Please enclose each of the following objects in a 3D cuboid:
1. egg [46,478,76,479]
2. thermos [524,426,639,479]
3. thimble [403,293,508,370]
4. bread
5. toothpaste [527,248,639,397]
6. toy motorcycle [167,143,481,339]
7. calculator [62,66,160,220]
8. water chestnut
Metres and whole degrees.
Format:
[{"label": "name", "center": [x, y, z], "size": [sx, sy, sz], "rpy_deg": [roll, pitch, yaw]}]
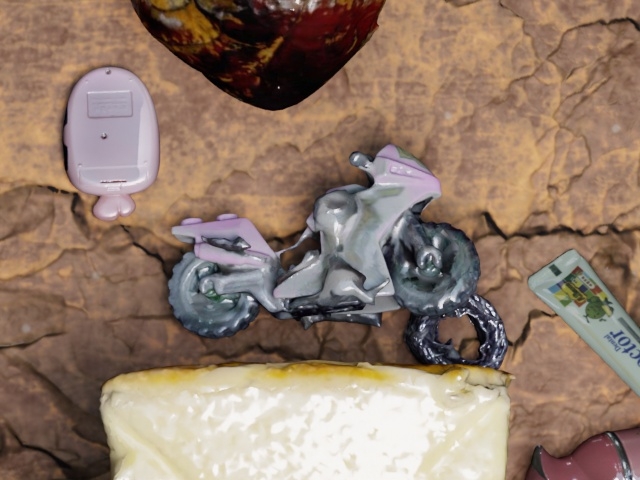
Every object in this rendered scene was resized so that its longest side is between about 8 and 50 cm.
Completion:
[{"label": "egg", "center": [-0.275, 0.295, 1.731], "size": [0.135, 0.103, 0.103], "rpy_deg": [-19, 86, -5]}, {"label": "thermos", "center": [0.375, 0.255, 1.819], "size": [0.330, 0.136, 0.109], "rpy_deg": [-7, 50, -7]}, {"label": "thimble", "center": [0.146, 0.101, 1.823], "size": [0.104, 0.066, 0.095], "rpy_deg": [25, 82, -6]}, {"label": "bread", "center": [-0.017, 0.252, 1.627], "size": [0.390, 0.371, 0.279], "rpy_deg": [-4, 85, -3]}, {"label": "toothpaste", "center": [0.320, 0.114, 1.817], "size": [0.067, 0.037, 0.255], "rpy_deg": [-36, 64, -6]}, {"label": "toy motorcycle", "center": [0.000, 0.000, 1.790], "size": [0.327, 0.143, 0.188], "rpy_deg": [-6, 75, 8]}, {"label": "calculator", "center": [-0.222, -0.104, 1.825], "size": [0.103, 0.024, 0.166], "rpy_deg": [-3, 83, -7]}, {"label": "water chestnut", "center": [-0.055, -0.282, 1.751], "size": [0.289, 0.289, 0.244], "rpy_deg": [14, 63, -5]}]
